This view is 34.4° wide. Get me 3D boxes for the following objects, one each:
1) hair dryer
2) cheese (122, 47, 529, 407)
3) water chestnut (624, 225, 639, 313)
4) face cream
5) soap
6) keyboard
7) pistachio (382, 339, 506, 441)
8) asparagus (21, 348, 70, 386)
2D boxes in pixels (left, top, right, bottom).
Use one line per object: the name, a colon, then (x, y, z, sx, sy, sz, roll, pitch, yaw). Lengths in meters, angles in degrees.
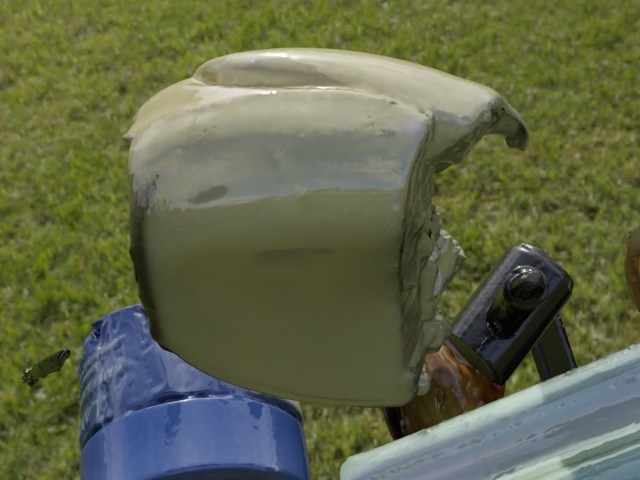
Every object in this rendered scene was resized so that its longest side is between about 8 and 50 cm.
hair dryer: (0.159, 0.040, 0.828, 0.071, 0.248, 0.114, 37, 81, 13)
cheese: (0.000, 0.000, 0.624, 0.233, 0.266, 0.127, 4, 57, 4)
water chestnut: (0.572, -0.012, 1.444, 0.350, 0.302, 0.350, -34, -1, -1)
face cream: (-0.144, 0.207, 1.154, 0.249, 0.249, 0.225, -11, 53, -1)
soap: (0.272, 0.259, 1.026, 0.446, 0.261, 0.156, -26, 37, 20)
keyboard: (0.319, 0.190, 1.349, 0.023, 0.072, 0.231, -4, 67, -25)
pistachio: (0.164, 0.213, 1.315, 0.165, 0.210, 0.130, -15, 18, -3)
asparagus: (-0.180, 0.083, 0.670, 0.016, 0.013, 0.166, 0, -12, -24)
